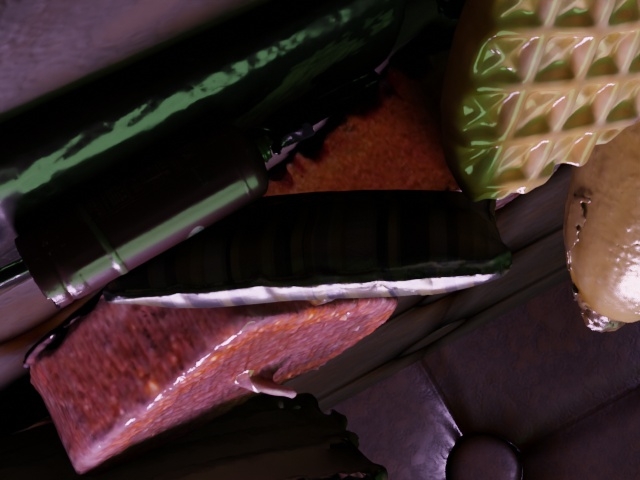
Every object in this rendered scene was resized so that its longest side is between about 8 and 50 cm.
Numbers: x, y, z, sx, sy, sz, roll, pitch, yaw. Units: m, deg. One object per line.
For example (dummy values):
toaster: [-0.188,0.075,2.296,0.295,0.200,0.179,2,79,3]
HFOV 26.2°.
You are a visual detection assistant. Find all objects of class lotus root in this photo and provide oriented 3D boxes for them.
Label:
lotus root: [0.244,-0.070,0.935,0.146,0.131,0.303,-65,165,-64]

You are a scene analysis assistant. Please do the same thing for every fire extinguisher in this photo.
fire extinguisher: [-0.078,-0.022,0.712,0.157,0.045,0.078,-30,-169,-6]

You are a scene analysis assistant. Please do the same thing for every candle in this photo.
candle: [-0.072,0.077,1.125,0.317,0.131,0.287,-26,165,-17]

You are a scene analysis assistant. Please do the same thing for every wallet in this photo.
wallet: [-0.101,-0.042,0.754,0.321,0.044,0.170,-27,166,-13]

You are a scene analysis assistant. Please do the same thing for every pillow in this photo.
pillow: [0.000,0.000,0.797,0.212,0.052,0.208,-6,-169,6]

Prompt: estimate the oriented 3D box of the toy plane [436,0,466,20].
toy plane: [0.123,-0.149,0.815,0.096,0.060,0.235,-43,163,3]

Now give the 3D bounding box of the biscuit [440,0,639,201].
biscuit: [0.190,-0.155,0.753,0.309,0.040,0.204,-35,142,-11]

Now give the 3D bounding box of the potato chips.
potato chips: [-0.145,0.216,1.267,0.429,0.070,0.358,-8,-162,-38]

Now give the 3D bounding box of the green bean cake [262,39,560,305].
green bean cake: [0.061,-0.047,0.981,0.233,0.097,0.198,-35,168,26]
